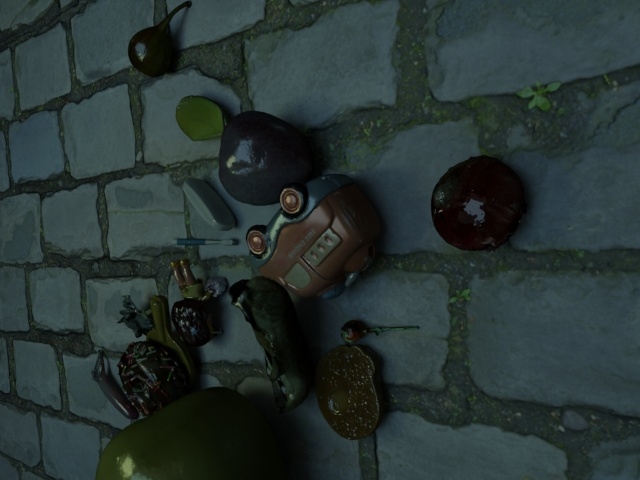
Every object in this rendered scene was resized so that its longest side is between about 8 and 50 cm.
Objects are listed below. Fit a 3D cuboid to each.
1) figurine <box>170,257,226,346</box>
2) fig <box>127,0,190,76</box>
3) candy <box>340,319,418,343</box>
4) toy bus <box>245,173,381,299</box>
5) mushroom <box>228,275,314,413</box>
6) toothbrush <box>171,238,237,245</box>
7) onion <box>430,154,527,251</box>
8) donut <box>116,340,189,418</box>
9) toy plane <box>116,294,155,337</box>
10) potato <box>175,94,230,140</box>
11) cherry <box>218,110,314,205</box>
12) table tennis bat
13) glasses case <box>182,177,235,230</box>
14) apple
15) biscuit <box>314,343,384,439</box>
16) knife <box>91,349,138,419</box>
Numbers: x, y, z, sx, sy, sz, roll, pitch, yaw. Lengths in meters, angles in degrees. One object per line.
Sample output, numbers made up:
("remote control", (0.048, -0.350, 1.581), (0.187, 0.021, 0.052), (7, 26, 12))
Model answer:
("figurine", (-0.344, 0.168, 1.600), (0.174, 0.115, 0.240), (-9, 88, 39))
("fig", (-0.432, -0.559, 1.615), (0.236, 0.124, 0.124), (-48, 65, 19))
("candy", (0.125, 0.193, 1.270), (0.184, 0.056, 0.049), (-8, 133, 31))
("toy bus", (0.000, 0.000, 1.269), (0.232, 0.194, 0.288), (48, 121, 11))
("mushroom", (-0.095, 0.226, 1.333), (0.247, 0.130, 0.344), (-133, 22, -67))
("toothbrush", (-0.325, 0.004, 1.632), (0.275, 0.025, 0.019), (0, 89, 42))
("onion", (0.266, -0.066, 1.058), (0.184, 0.147, 0.184), (-8, 79, 51))
("donut", (-0.483, 0.414, 1.700), (0.269, 0.103, 0.270), (24, 130, 32))
("toy plane", (-0.578, 0.244, 1.821), (0.262, 0.088, 0.192), (-5, 119, 43))
("potato", (-0.299, -0.318, 1.558), (0.197, 0.054, 0.120), (14, 102, 33))
("cherry", (-0.136, -0.186, 1.350), (0.266, 0.183, 0.213), (19, 121, 23))
("table tennis bat", (-0.439, 0.297, 1.692), (0.198, 0.050, 0.321), (17, 123, 33))
("glasses case", (-0.296, -0.097, 1.561), (0.193, 0.074, 0.049), (50, 122, 24))
("apple", (-0.294, 0.584, 1.401), (0.473, 0.473, 0.474), (5, 97, 39))
("biscuit", (0.069, 0.335, 1.319), (0.181, 0.049, 0.208), (-16, 83, 40))
("knife", (-0.699, 0.503, 1.970), (0.278, 0.053, 0.123), (42, 124, 30))
